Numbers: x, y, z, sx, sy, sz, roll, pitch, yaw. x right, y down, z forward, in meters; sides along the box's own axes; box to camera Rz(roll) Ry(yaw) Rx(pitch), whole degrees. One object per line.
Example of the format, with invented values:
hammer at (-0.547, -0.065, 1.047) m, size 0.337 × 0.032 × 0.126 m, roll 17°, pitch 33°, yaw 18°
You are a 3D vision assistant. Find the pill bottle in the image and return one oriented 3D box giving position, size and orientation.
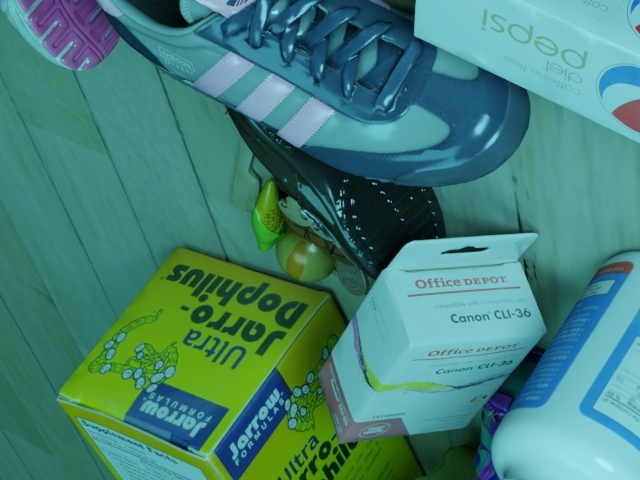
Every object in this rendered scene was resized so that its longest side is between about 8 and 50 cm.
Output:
pill bottle at (0.189, 0.125, 1.040) m, size 0.124 × 0.221 × 0.124 m, roll 29°, pitch 153°, yaw 17°

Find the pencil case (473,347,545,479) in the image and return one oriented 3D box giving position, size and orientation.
pencil case at (0.157, 0.149, 1.285) m, size 0.064 × 0.070 × 0.151 m, roll 38°, pitch 155°, yaw 28°

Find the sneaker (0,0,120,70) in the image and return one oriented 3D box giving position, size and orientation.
sneaker at (-0.231, -0.234, 1.136) m, size 0.111 × 0.103 × 0.252 m, roll 9°, pitch 136°, yaw 50°

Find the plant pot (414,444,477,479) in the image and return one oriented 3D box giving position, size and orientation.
plant pot at (0.159, 0.331, 1.407) m, size 0.254 × 0.276 × 0.276 m, roll 43°, pitch 156°, yaw 16°

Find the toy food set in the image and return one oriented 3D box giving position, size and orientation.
toy food set at (0.000, 0.000, 1.278) m, size 0.192 × 0.038 × 0.132 m, roll 32°, pitch 153°, yaw 12°

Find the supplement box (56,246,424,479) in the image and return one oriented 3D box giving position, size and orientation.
supplement box at (-0.056, 0.208, 1.507) m, size 0.194 × 0.195 × 0.356 m, roll 16°, pitch 147°, yaw 36°

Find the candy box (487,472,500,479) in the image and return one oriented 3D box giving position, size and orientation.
candy box at (0.195, 0.293, 1.129) m, size 0.268 × 0.317 × 0.122 m, roll 43°, pitch 159°, yaw 30°

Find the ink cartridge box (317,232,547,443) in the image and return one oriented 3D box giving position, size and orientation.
ink cartridge box at (0.086, 0.074, 1.163) m, size 0.198 × 0.115 × 0.067 m, roll 118°, pitch 141°, yaw -52°

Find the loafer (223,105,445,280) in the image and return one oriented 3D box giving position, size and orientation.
loafer at (0.010, -0.052, 1.157) m, size 0.220 × 0.080 × 0.078 m, roll 51°, pitch 162°, yaw -20°

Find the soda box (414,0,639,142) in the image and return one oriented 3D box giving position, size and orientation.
soda box at (0.160, -0.114, 0.868) m, size 0.216 × 0.069 × 0.074 m, roll 28°, pitch 152°, yaw 18°

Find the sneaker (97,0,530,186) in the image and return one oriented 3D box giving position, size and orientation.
sneaker at (-0.023, -0.127, 0.992) m, size 0.319 × 0.112 × 0.131 m, roll 21°, pitch 170°, yaw 27°
